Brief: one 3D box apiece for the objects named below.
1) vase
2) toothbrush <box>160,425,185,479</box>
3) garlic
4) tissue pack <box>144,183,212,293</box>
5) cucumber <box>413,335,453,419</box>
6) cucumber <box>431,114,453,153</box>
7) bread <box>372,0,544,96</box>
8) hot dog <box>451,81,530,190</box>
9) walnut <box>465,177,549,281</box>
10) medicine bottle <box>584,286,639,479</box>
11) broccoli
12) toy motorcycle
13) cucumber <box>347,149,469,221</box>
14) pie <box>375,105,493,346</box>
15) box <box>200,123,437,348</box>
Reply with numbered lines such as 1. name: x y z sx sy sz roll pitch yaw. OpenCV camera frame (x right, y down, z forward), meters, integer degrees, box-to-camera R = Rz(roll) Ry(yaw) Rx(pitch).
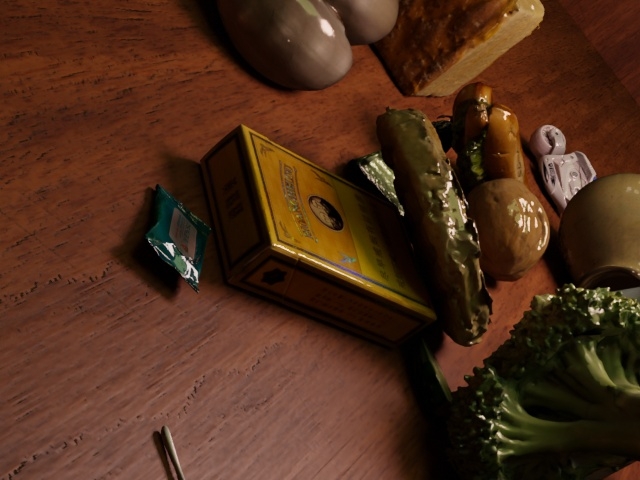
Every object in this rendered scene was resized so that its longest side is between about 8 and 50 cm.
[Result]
1. vase: 0.561 0.070 2.128 0.302 0.240 0.329 -77 151 -43
2. toothbrush: -0.125 0.227 1.064 0.013 0.011 0.131 3 53 -40
3. garlic: -0.018 -0.328 1.771 0.245 0.232 0.340 14 -6 24
4. tissue pack: -0.158 -0.003 1.277 0.085 0.028 0.138 45 23 -21
5. cucumber: 0.140 0.176 1.509 0.067 0.035 0.107 45 20 -55
6. cucumber: 0.178 -0.148 1.932 0.067 0.067 0.245 50 29 -4
7. bread: 0.221 -0.441 2.125 0.279 0.279 0.207 56 25 12
8. hot dog: 0.271 -0.145 1.930 0.135 0.100 0.337 56 -2 27
9. walnut: 0.289 -0.018 1.865 0.166 0.149 0.167 -5 90 -80
10. medicine bottle: 0.458 0.183 1.712 0.245 0.290 0.245 37 31 -27
11. broccoli: 0.316 0.181 1.445 0.375 0.302 0.249 -15 72 -20
12. toy motorcycle: 0.492 -0.120 2.362 0.112 0.112 0.254 3 56 -56
13. cucumber: 0.132 -0.084 1.765 0.193 0.085 0.115 45 72 -16
14. pie: 0.158 -0.017 1.579 0.339 0.083 0.340 161 -90 -90
15. box: 0.000 0.000 1.451 0.301 0.084 0.193 25 36 -42
